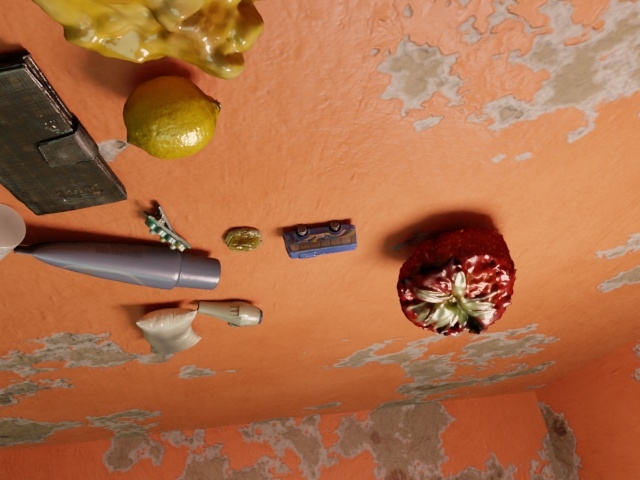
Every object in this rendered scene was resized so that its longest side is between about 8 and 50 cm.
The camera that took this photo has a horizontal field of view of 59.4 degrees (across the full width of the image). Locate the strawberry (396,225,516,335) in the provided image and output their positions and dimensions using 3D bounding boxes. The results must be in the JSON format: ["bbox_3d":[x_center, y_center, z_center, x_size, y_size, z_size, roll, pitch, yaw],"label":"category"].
[{"bbox_3d":[0.310,0.077,1.271,0.261,0.258,0.261,6,130,7],"label":"strawberry"}]

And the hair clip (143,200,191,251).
[{"bbox_3d":[-0.294,-0.017,1.065,0.049,0.049,0.173,-12,153,5],"label":"hair clip"}]

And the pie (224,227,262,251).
[{"bbox_3d":[-0.158,0.000,1.153,0.084,0.020,0.084,-7,151,-4],"label":"pie"}]

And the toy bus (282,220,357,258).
[{"bbox_3d":[0.000,0.000,1.160,0.153,0.061,0.051,-9,157,-5],"label":"toy bus"}]

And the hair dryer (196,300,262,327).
[{"bbox_3d":[-0.261,0.196,1.478,0.167,0.067,0.199,19,156,-28],"label":"hair dryer"}]

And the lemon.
[{"bbox_3d":[-0.197,-0.163,0.745,0.133,0.109,0.109,-22,154,-12],"label":"lemon"}]

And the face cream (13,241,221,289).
[{"bbox_3d":[-0.385,0.043,1.095,0.385,0.086,0.135,10,180,-31],"label":"face cream"}]

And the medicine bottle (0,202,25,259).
[{"bbox_3d":[-0.595,0.011,0.971,0.183,0.086,0.086,-29,146,33],"label":"medicine bottle"}]

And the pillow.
[{"bbox_3d":[-0.386,0.235,1.459,0.144,0.078,0.254,-7,154,-12],"label":"pillow"}]

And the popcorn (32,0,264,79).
[{"bbox_3d":[-0.162,-0.247,0.466,0.190,0.253,0.191,-46,171,-9],"label":"popcorn"}]

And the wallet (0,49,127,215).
[{"bbox_3d":[-0.415,-0.131,0.805,0.169,0.044,0.317,-11,153,0],"label":"wallet"}]
